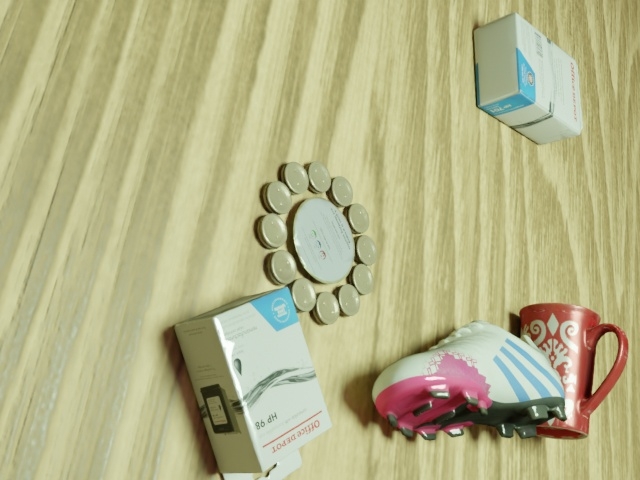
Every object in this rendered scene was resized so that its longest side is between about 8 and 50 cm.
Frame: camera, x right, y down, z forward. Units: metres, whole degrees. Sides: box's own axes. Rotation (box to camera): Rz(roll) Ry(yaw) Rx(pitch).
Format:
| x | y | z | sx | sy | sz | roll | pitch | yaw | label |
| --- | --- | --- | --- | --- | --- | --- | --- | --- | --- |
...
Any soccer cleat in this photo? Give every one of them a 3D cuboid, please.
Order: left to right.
| x | y | z | sx | sy | sz | roll | pitch | yaw | label |
| --- | --- | --- | --- | --- | --- | --- | --- | --- | --- |
| 0.170 | 0.158 | 0.978 | 0.331 | 0.116 | 0.143 | 17 | 45 | -42 | soccer cleat |

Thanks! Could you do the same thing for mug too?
| x | y | z | sx | sy | sz | roll | pitch | yaw | label |
| --- | --- | --- | --- | --- | --- | --- | --- | --- | --- |
| 0.333 | 0.178 | 1.114 | 0.113 | 0.150 | 0.169 | 15 | 69 | -12 | mug |

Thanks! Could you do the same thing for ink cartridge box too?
| x | y | z | sx | sy | sz | roll | pitch | yaw | label |
| --- | --- | --- | --- | --- | --- | --- | --- | --- | --- |
| -0.055 | 0.145 | 0.754 | 0.104 | 0.060 | 0.180 | -20 | 93 | -49 | ink cartridge box |
| 0.330 | -0.250 | 1.283 | 0.191 | 0.082 | 0.139 | 20 | 64 | -44 | ink cartridge box |

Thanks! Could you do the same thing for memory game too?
| x | y | z | sx | sy | sz | roll | pitch | yaw | label |
| --- | --- | --- | --- | --- | --- | --- | --- | --- | --- |
| 0.000 | 0.000 | 0.897 | 0.186 | 0.012 | 0.186 | 18 | 64 | -43 | memory game |
